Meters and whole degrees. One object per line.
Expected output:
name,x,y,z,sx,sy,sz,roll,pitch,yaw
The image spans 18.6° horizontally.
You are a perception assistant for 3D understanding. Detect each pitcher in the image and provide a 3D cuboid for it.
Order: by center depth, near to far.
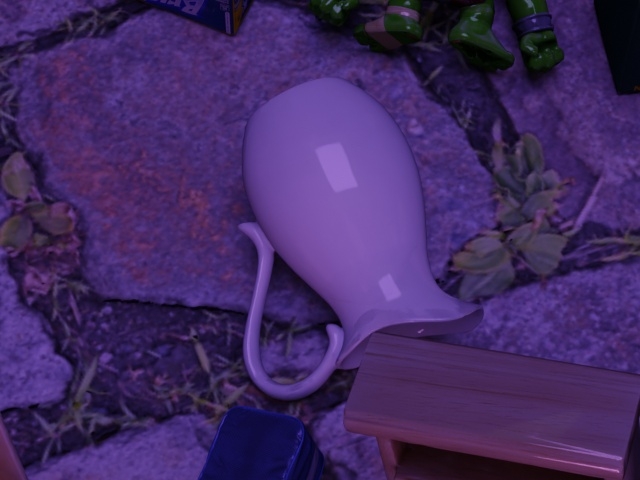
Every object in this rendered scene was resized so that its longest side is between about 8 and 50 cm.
pitcher,0.000,0.000,1.435,0.178,0.125,0.207,-25,76,4

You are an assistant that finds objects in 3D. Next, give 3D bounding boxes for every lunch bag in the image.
lunch bag,-0.041,0.166,1.369,0.067,0.065,0.098,12,63,24

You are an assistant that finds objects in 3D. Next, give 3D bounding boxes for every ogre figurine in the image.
ogre figurine,0.101,-0.206,1.551,0.197,0.097,0.118,8,73,16

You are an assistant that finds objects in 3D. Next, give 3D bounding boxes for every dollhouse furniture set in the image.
dollhouse furniture set,0.076,0.294,1.153,0.362,0.256,0.394,8,55,19

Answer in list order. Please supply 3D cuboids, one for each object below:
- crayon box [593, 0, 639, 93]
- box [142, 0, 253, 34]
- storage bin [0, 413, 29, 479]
crayon box,0.407,-0.253,1.454,0.363,0.313,0.106,-8,62,-4
box,-0.134,-0.229,1.583,0.169,0.054,0.059,22,64,11
storage bin,-0.295,0.212,1.230,0.123,0.262,0.260,10,62,6
